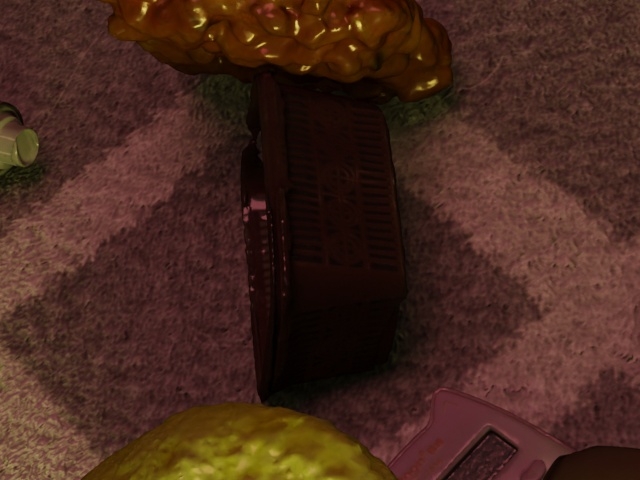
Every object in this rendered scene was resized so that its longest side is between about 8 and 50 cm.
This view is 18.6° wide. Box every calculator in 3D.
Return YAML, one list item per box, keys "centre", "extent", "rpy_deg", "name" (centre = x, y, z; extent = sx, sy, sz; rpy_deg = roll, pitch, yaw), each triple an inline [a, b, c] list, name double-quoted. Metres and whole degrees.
- centre: [0.165, 0.259, 1.679]
  extent: [0.294, 0.043, 0.194]
  rpy_deg: [35, 70, 32]
  name: "calculator"

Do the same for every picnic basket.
- centre: [0.000, 0.000, 1.841]
  extent: [0.129, 0.222, 0.297]
  rpy_deg: [1, 52, -8]
  name: "picnic basket"

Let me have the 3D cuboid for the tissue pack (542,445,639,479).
- centre: [0.244, 0.364, 1.423]
  extent: [0.277, 0.267, 0.387]
  rpy_deg: [19, 61, 21]
  name: "tissue pack"

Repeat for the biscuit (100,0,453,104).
- centre: [-0.041, -0.211, 1.931]
  extent: [0.318, 0.312, 0.110]
  rpy_deg: [10, 86, 19]
  name: "biscuit"

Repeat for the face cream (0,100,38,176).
- centre: [-0.458, -0.136, 2.143]
  extent: [0.349, 0.105, 0.105]
  rpy_deg: [15, 61, 28]
  name: "face cream"

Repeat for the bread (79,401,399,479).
- centre: [-0.045, 0.327, 1.514]
  extent: [0.348, 0.308, 0.348]
  rpy_deg: [-11, 58, 17]
  name: "bread"
